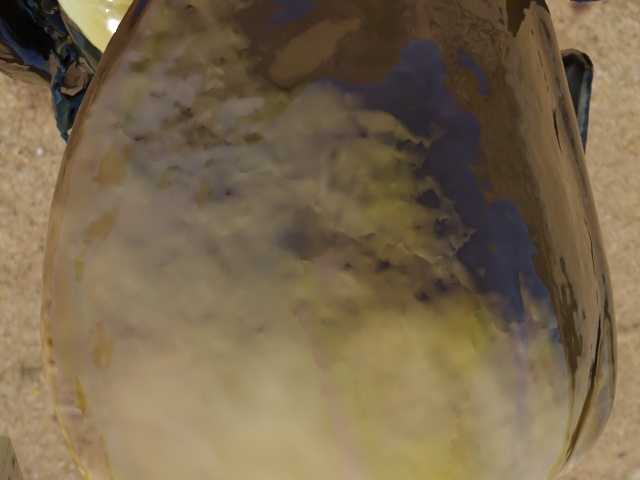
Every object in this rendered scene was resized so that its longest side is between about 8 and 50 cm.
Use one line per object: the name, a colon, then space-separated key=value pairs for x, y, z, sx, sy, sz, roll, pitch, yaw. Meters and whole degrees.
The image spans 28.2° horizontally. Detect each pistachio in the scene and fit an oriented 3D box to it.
pistachio: x=0.000 y=0.000 z=0.464 sx=0.213 sy=0.163 sz=0.260 roll=-18 pitch=102 yaw=-20

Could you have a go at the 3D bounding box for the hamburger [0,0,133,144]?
hamburger: x=-0.114 y=-0.216 z=0.852 sx=0.195 sy=0.318 sz=0.276 roll=12 pitch=131 yaw=18

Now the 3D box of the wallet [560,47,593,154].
wallet: x=0.087 y=0.004 z=0.791 sx=0.041 sy=0.323 sz=0.247 roll=6 pitch=97 yaw=-12

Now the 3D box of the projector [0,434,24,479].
projector: x=-0.320 y=0.227 z=0.794 sx=0.259 sy=0.257 sz=0.079 roll=-16 pitch=106 yaw=-4

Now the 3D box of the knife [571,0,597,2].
knife: x=0.228 y=-0.164 z=0.583 sx=0.266 sy=0.040 sz=0.073 roll=-16 pitch=169 yaw=34
